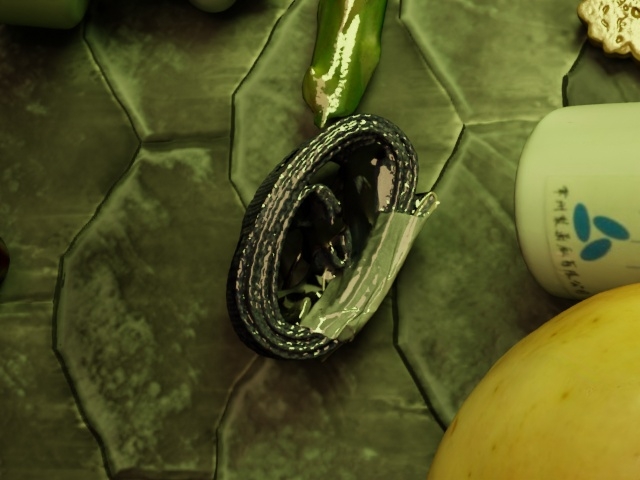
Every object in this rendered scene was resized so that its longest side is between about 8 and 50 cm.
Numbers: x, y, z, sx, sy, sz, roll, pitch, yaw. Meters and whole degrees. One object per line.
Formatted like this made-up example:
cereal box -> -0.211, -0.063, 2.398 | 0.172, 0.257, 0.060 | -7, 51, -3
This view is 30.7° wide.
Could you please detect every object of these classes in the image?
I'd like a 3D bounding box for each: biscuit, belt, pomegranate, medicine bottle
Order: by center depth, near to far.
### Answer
pomegranate -> 0.256, 0.230, 0.797 | 0.412, 0.411, 0.411 | -3, 73, 11
medicine bottle -> 0.316, -0.030, 0.922 | 0.293, 0.170, 0.170 | 0, 72, 37
belt -> 0.000, 0.000, 1.054 | 0.140, 0.126, 0.230 | 29, 80, -10
biscuit -> 0.325, -0.225, 1.093 | 0.170, 0.050, 0.170 | -3, 79, 17

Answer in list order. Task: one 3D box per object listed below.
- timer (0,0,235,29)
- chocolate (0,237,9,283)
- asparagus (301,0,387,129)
timer -> -0.185, -0.324, 1.145 | 0.315, 0.291, 0.290 | 13, 75, -9
chocolate -> -0.370, 0.017, 1.150 | 0.149, 0.080, 0.125 | 34, 94, 12
asparagus -> 0.039, -0.264, 1.148 | 0.082, 0.085, 0.343 | 9, 81, 2
